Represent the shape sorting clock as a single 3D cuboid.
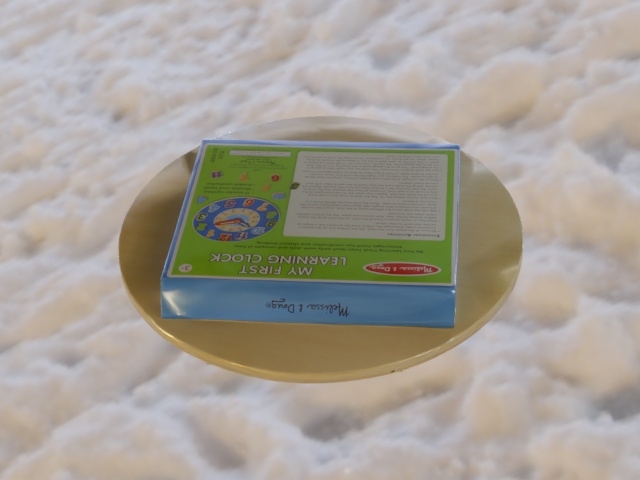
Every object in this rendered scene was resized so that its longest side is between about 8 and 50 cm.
[{"bbox_3d":[0.000,0.000,0.749,0.206,0.040,0.206,-1,36,1],"label":"shape sorting clock"}]
